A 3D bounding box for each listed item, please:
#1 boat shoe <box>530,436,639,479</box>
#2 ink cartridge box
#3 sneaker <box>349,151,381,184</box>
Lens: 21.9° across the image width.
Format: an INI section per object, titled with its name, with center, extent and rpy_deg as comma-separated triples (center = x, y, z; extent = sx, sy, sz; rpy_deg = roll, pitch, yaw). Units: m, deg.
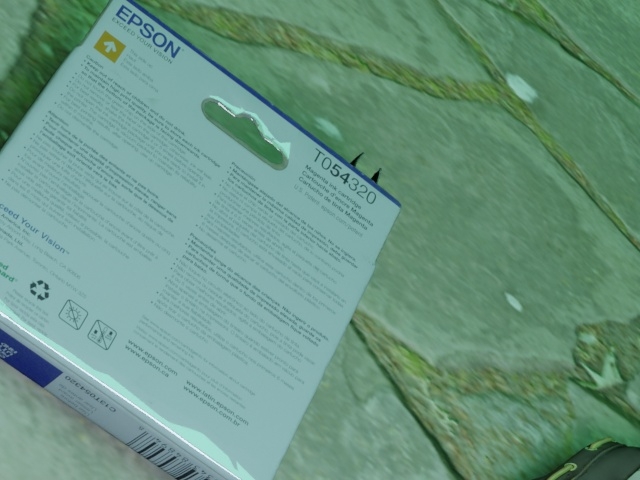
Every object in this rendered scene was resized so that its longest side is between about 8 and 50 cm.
[boat shoe]
center = 0.217, 0.268, 1.517
extent = 0.324, 0.097, 0.116
rpy_deg = -23, 121, -42
[ink cartridge box]
center = -0.124, 0.006, 1.377
extent = 0.324, 0.071, 0.330
rpy_deg = 37, 52, -12
[sneaker]
center = 0.002, 0.002, 1.503
extent = 0.051, 0.089, 0.170
rpy_deg = 38, 45, -16
